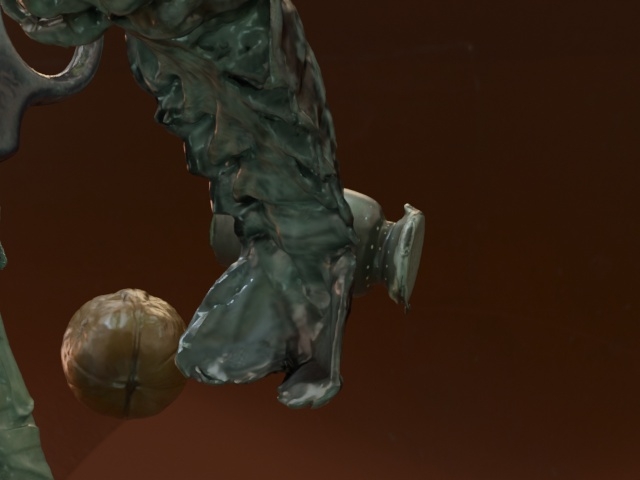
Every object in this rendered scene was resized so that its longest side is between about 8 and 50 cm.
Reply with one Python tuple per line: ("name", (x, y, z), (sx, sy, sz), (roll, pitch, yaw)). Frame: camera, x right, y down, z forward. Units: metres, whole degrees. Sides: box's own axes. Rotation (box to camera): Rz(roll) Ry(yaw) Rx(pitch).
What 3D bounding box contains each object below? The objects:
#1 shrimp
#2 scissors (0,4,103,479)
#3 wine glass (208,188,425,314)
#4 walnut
("shrimp", (-0.083, -0.112, 0.430), (0.221, 0.410, 0.166), (3, 51, 39))
("scissors", (-0.179, 0.008, 0.542), (0.029, 0.256, 0.383), (-17, 76, 34))
("wine glass", (0.000, 0.000, 1.164), (0.204, 0.111, 0.111), (11, 67, 13))
("walnut", (-0.249, 0.145, 1.512), (0.167, 0.207, 0.167), (-4, 107, -14))
